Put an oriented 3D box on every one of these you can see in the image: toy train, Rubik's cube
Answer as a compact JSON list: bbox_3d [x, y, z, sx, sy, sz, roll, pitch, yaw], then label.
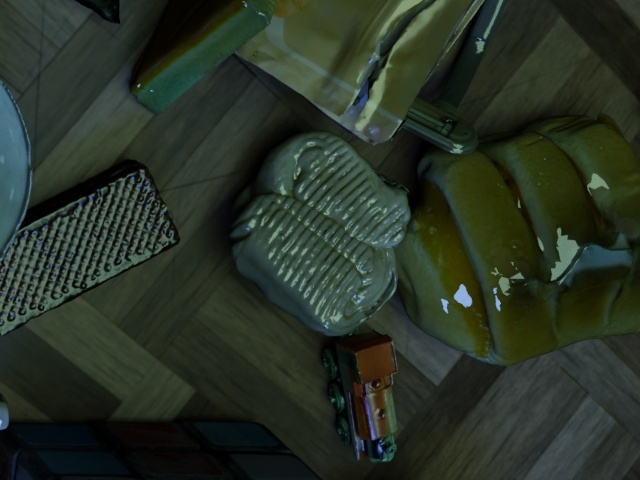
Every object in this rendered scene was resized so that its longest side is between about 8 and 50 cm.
[{"bbox_3d":[0.056,0.195,1.959,0.074,0.118,0.176,-14,104,-18],"label":"toy train"},{"bbox_3d":[-0.181,0.414,1.770,0.358,0.363,0.362,3,98,-23],"label":"Rubik's cube"}]

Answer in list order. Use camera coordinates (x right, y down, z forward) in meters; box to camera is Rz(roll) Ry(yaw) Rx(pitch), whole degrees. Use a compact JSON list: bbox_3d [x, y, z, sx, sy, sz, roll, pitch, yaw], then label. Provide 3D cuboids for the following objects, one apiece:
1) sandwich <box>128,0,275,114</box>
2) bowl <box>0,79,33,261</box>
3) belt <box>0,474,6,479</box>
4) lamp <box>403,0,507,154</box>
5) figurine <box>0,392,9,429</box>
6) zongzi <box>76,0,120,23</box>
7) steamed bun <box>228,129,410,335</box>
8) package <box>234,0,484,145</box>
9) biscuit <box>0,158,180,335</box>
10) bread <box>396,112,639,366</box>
[{"bbox_3d":[-0.115,-0.248,1.737,0.063,0.212,0.245,30,87,-23],"label":"sandwich"},{"bbox_3d":[-0.471,-0.077,1.649,0.313,0.146,0.313,-4,101,-23],"label":"bowl"},{"bbox_3d":[-0.415,0.304,1.733,0.082,0.190,0.141,32,65,-27],"label":"belt"},{"bbox_3d":[0.139,-0.267,1.919,0.203,0.124,0.283,22,94,-4],"label":"lamp"},{"bbox_3d":[-0.459,0.156,1.637,0.308,0.308,0.143,12,105,-26],"label":"figurine"},{"bbox_3d":[-0.279,-0.403,1.643,0.362,0.319,0.383,32,104,-36],"label":"zongzi"},{"bbox_3d":[0.001,-0.002,1.884,0.218,0.144,0.211,37,75,4],"label":"steamed bun"},{"bbox_3d":[0.085,-0.271,1.744,0.221,0.165,0.311,32,96,-33],"label":"package"},{"bbox_3d":[-0.290,0.006,1.790,0.252,0.070,0.106,-28,110,-16],"label":"biscuit"},{"bbox_3d":[0.259,0.006,1.963,0.341,0.210,0.301,-9,102,-22],"label":"bread"}]
